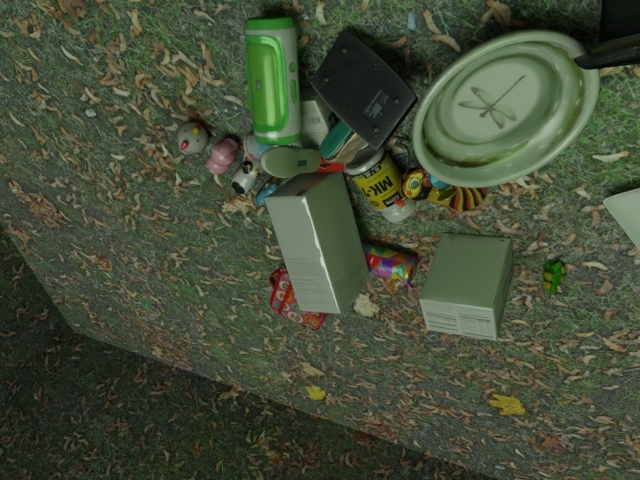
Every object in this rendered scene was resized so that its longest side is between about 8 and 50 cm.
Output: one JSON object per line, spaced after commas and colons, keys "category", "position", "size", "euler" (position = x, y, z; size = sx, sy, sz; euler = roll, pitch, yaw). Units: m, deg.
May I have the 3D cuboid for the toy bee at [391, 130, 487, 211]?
{"category": "toy bee", "position": [0.273, -0.144, 1.570], "size": [0.298, 0.162, 0.195], "euler": [32, -172, 7]}

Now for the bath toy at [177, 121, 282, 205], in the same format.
{"category": "bath toy", "position": [-0.284, -0.243, 1.827], "size": [0.348, 0.129, 0.151], "euler": [33, 109, -8]}

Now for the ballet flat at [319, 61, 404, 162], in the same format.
{"category": "ballet flat", "position": [0.122, -0.311, 1.506], "size": [0.106, 0.107, 0.316], "euler": [13, 136, -39]}

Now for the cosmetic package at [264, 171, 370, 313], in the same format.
{"category": "cosmetic package", "position": [0.000, 0.000, 1.783], "size": [0.156, 0.217, 0.384], "euler": [-2, 114, 35]}

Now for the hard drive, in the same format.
{"category": "hard drive", "position": [0.103, -0.351, 1.400], "size": [0.254, 0.054, 0.172], "euler": [49, 122, 21]}

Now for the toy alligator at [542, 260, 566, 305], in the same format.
{"category": "toy alligator", "position": [0.663, 0.114, 1.731], "size": [0.051, 0.056, 0.189], "euler": [54, 166, 42]}

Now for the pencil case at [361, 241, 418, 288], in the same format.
{"category": "pencil case", "position": [0.194, 0.070, 1.919], "size": [0.236, 0.104, 0.104], "euler": [18, 142, 18]}

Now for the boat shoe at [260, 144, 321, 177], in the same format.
{"category": "boat shoe", "position": [-0.091, -0.209, 1.560], "size": [0.081, 0.227, 0.079], "euler": [16, 106, 34]}

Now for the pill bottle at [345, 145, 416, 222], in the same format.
{"category": "pill bottle", "position": [0.171, -0.156, 1.654], "size": [0.119, 0.119, 0.208], "euler": [-13, 128, 41]}

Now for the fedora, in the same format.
{"category": "fedora", "position": [0.612, -0.395, 1.032], "size": [0.334, 0.334, 0.152], "euler": [-2, 101, 33]}

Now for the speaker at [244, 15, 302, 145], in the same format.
{"category": "speaker", "position": [-0.114, -0.390, 1.472], "size": [0.131, 0.131, 0.296], "euler": [8, 116, 24]}

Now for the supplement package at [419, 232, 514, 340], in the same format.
{"category": "supplement package", "position": [0.421, 0.125, 1.711], "size": [0.204, 0.261, 0.145], "euler": [5, 138, 27]}

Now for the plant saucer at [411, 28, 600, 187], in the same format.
{"category": "plant saucer", "position": [0.382, -0.288, 1.291], "size": [0.401, 0.100, 0.400], "euler": [-7, 140, -6]}

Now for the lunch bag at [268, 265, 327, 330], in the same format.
{"category": "lunch bag", "position": [-0.074, 0.189, 2.226], "size": [0.258, 0.120, 0.293], "euler": [29, 142, 5]}

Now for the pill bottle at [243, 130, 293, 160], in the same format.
{"category": "pill bottle", "position": [-0.135, -0.278, 1.723], "size": [0.160, 0.087, 0.087], "euler": [0, 135, 33]}

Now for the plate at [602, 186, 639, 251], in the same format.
{"category": "plate", "position": [0.861, -0.057, 1.405], "size": [0.277, 0.045, 0.278], "euler": [45, 140, -20]}

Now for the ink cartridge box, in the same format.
{"category": "ink cartridge box", "position": [-0.013, -0.298, 1.632], "size": [0.134, 0.078, 0.231], "euler": [1, 136, 32]}
